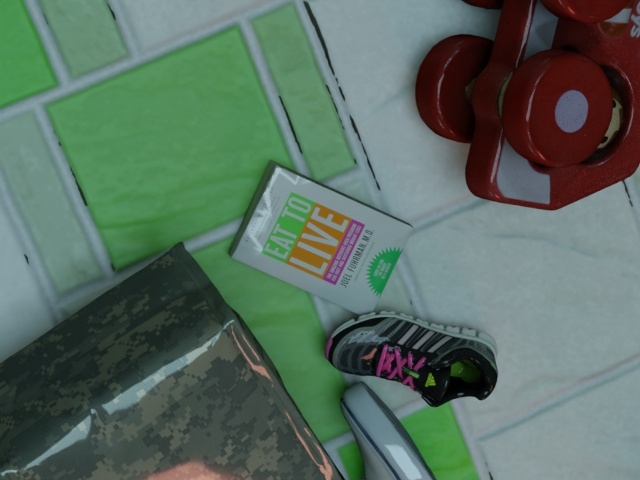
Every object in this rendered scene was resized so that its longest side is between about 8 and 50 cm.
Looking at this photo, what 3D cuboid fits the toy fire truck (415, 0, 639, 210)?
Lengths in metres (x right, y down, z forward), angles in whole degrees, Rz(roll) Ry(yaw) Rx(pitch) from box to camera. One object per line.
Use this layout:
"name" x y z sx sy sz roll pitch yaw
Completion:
"toy fire truck" 0.242 -0.174 1.487 0.254 0.169 0.302 7 98 -33

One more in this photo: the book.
"book" 0.000 0.000 1.512 0.144 0.035 0.096 24 96 -17

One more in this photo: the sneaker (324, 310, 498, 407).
"sneaker" 0.090 0.113 1.517 0.170 0.075 0.063 8 119 -16

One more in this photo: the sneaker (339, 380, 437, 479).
"sneaker" 0.074 0.255 1.532 0.091 0.094 0.258 -29 99 1

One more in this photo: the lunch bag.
"lunch bag" -0.129 0.187 1.431 0.235 0.169 0.287 -34 125 -6
